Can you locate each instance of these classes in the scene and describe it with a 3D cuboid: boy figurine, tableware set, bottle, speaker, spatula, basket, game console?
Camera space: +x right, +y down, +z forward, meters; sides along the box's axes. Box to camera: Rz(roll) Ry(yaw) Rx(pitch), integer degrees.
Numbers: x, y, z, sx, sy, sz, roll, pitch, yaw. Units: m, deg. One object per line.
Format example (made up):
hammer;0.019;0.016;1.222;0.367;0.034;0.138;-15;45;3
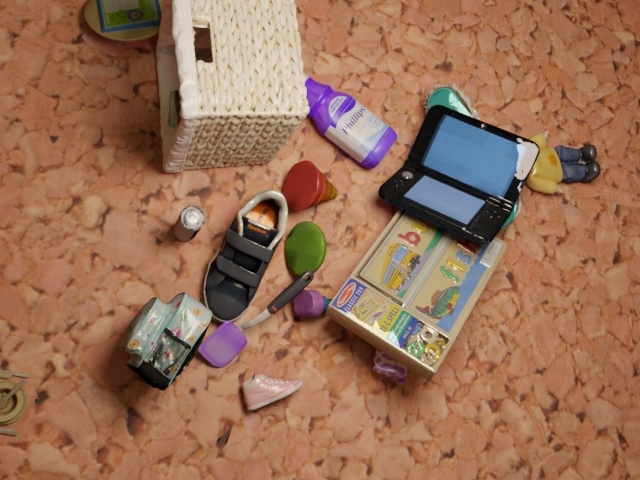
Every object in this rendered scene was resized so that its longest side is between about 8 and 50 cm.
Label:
boy figurine;0.598;-0.211;1.705;0.285;0.092;0.177;-1;79;-19
tableware set;-0.678;0.310;1.249;0.194;0.039;0.128;9;74;-13
bottle;0.050;-0.301;1.574;0.282;0.092;0.118;38;71;-4
speaker;-0.288;-0.035;1.392;0.055;0.136;0.055;4;78;-19
spatula;-0.130;0.166;1.398;0.296;0.030;0.084;-38;117;-1
basket;-0.210;-0.349;1.398;0.266;0.331;0.329;-2;77;-21
game console;0.325;-0.163;1.508;0.293;0.173;0.250;26;40;20

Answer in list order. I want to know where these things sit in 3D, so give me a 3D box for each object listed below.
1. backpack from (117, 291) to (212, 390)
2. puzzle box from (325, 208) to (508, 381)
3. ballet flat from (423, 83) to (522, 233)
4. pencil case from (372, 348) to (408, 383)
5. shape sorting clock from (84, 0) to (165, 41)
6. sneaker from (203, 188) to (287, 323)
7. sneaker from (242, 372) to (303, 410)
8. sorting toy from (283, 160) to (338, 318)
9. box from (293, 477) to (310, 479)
backpack;-0.316;0.191;1.311;0.144;0.166;0.188;45;67;-11
puzzle box;0.231;0.085;1.471;0.272;0.052;0.409;31;58;12
ballet flat;0.400;-0.216;1.631;0.146;0.147;0.409;-21;83;-19
pencil case;0.181;0.220;1.489;0.088;0.086;0.206;32;68;-41
shape sorting clock;-0.448;-0.538;1.504;0.206;0.040;0.206;0;58;0
sneaker;-0.167;0.026;1.417;0.126;0.127;0.321;23;73;-10
sneaker;-0.108;0.314;1.398;0.134;0.051;0.070;-20;88;-15
sorting toy;0.000;0.000;1.499;0.126;0.127;0.366;8;75;-44
box;0.038;0.576;1.345;0.203;0.103;0.114;13;74;-12
